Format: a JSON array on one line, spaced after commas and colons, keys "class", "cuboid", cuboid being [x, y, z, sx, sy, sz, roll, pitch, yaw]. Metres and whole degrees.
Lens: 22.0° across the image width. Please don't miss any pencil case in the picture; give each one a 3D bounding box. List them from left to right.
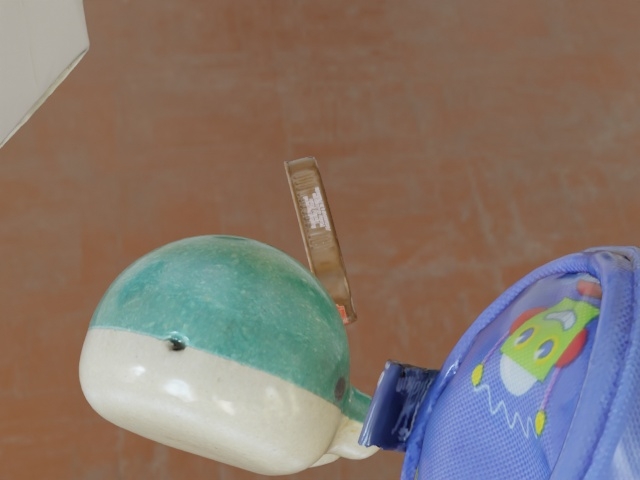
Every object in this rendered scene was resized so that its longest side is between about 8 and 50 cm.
[{"class": "pencil case", "cuboid": [0.156, 0.119, 0.452, 0.306, 0.133, 0.119, 30, 19, -13]}]

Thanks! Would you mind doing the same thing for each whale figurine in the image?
[{"class": "whale figurine", "cuboid": [-0.049, 0.083, 1.118, 0.216, 0.272, 0.141, 14, 78, 19]}]

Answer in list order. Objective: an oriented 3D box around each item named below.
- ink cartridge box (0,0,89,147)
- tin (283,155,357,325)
[{"class": "ink cartridge box", "cuboid": [-0.128, -0.083, 0.385, 0.135, 0.099, 0.056, 16, 44, 19]}, {"class": "tin", "cuboid": [0.000, 0.000, 1.622, 0.040, 0.106, 0.189, -17, 54, 3]}]
